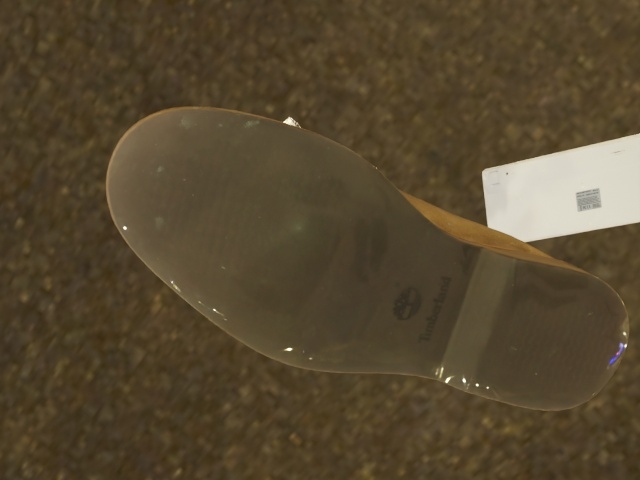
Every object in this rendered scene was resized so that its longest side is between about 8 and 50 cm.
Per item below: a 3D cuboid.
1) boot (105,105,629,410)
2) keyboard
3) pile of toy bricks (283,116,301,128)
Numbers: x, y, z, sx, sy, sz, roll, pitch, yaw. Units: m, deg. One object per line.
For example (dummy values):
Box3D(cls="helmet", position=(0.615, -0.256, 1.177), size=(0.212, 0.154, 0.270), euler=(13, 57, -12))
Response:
Box3D(cls="boot", position=(0.013, 0.007, 0.928), size=(0.305, 0.112, 0.115), euler=(22, 8, -27))
Box3D(cls="keyboard", position=(0.229, -0.045, 1.485), size=(0.014, 0.256, 0.072), euler=(-10, 89, -38))
Box3D(cls="pile of toy bricks", position=(0.000, 0.000, 1.443), size=(0.212, 0.105, 0.118), euler=(37, 20, -53))
